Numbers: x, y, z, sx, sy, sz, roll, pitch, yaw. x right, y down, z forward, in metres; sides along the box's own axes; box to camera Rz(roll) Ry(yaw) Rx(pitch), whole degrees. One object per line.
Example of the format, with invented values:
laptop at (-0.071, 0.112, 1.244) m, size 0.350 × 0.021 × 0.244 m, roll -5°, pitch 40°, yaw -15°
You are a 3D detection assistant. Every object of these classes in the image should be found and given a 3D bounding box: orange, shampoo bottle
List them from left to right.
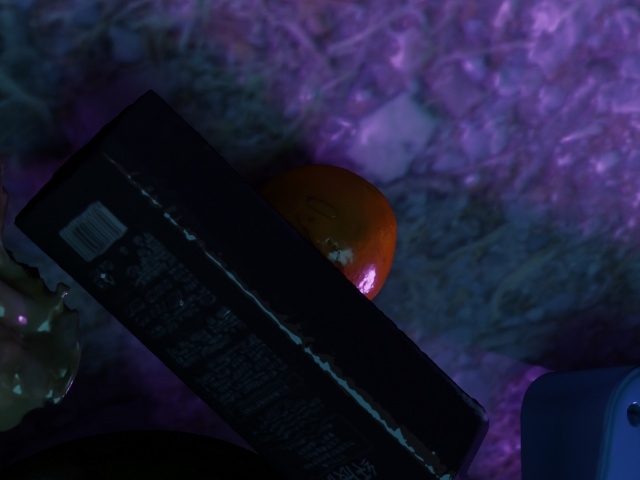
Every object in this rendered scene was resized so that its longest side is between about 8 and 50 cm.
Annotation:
shampoo bottle at (-0.007, 0.065, 0.910) m, size 0.309 × 0.071 × 0.098 m, roll 45°, pitch 136°, yaw -10°
orange at (0.001, 0.000, 0.959) m, size 0.084 × 0.083 × 0.083 m, roll -11°, pitch 126°, yaw -15°

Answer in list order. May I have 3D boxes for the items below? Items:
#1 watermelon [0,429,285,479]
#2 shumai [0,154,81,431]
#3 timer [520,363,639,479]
watermelon at (-0.097, 0.239, 0.959) m, size 0.285 × 0.285 × 0.285 m, roll -11°, pitch 126°, yaw -15°
shumai at (-0.205, 0.013, 0.862) m, size 0.153 × 0.161 × 0.209 m, roll 14°, pitch 97°, yaw -53°
timer at (0.218, 0.211, 1.098) m, size 0.232 × 0.091 × 0.250 m, roll 18°, pitch 72°, yaw -31°
